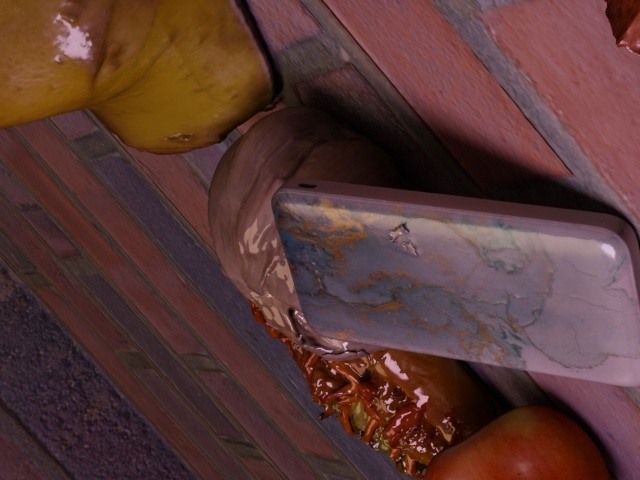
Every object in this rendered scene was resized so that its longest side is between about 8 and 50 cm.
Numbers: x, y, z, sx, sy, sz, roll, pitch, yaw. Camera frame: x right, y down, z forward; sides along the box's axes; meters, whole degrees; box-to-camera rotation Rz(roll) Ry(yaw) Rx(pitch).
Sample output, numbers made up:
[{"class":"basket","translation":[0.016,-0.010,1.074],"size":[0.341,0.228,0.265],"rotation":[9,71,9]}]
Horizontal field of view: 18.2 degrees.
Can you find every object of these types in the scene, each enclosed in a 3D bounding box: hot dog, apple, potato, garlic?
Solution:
[{"class":"hot dog","translation":[0.055,0.129,1.856],"size":[0.349,0.117,0.158],"rotation":[48,165,-8]},{"class":"apple","translation":[0.172,0.220,1.711],"size":[0.139,0.163,0.163],"rotation":[59,165,4]},{"class":"potato","translation":[-0.254,-0.176,1.599],"size":[0.290,0.296,0.397],"rotation":[37,160,34]},{"class":"garlic","translation":[0.003,0.003,1.626],"size":[0.228,0.152,0.228],"rotation":[48,166,15]}]

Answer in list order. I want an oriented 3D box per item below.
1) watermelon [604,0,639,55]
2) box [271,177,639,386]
[{"class":"watermelon","translation":[0.209,-0.120,0.902],"size":[0.145,0.137,0.193],"rotation":[24,170,-12]},{"class":"box","translation":[0.100,0.028,1.436],"size":[0.285,0.044,0.142],"rotation":[7,132,31]}]
